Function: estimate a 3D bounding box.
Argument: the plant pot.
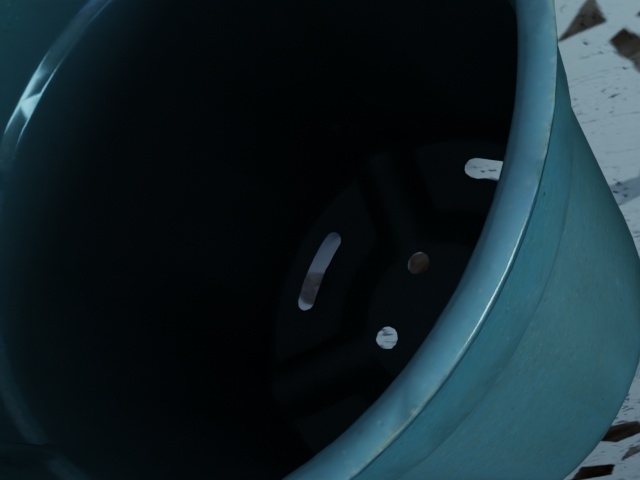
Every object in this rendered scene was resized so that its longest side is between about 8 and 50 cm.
[{"bbox_3d":[0.000,0.000,0.573,0.341,0.341,0.334,-27,153,19],"label":"plant pot"}]
